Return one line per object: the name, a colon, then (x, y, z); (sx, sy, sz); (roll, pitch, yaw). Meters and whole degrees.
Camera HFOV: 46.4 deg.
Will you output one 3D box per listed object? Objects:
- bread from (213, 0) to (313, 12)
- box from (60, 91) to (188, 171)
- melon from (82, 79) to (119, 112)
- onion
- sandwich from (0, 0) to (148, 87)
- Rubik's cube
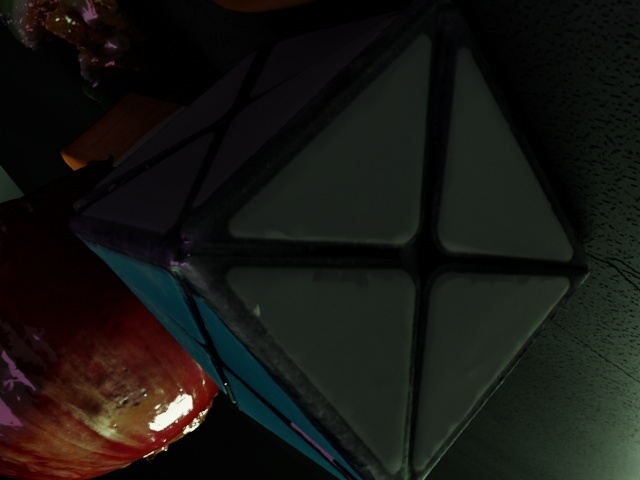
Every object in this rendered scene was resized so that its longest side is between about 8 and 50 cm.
bread: (-0.030, -0.213, 0.498); (0.114, 0.077, 0.189); (33, 166, -28)
box: (-0.170, -0.049, 0.977); (0.341, 0.143, 0.225); (23, 150, 48)
melon: (-0.279, -0.144, 1.167); (0.262, 0.053, 0.114); (58, 176, -22)
onion: (-0.250, 0.099, 0.783); (0.341, 0.341, 0.341); (38, 158, 18)
sandwich: (-0.275, -0.256, 0.834); (0.160, 0.109, 0.185); (49, 159, -3)
Rubik's cube: (0.000, 0.000, 0.580); (0.260, 0.255, 0.259); (54, 157, -22)
